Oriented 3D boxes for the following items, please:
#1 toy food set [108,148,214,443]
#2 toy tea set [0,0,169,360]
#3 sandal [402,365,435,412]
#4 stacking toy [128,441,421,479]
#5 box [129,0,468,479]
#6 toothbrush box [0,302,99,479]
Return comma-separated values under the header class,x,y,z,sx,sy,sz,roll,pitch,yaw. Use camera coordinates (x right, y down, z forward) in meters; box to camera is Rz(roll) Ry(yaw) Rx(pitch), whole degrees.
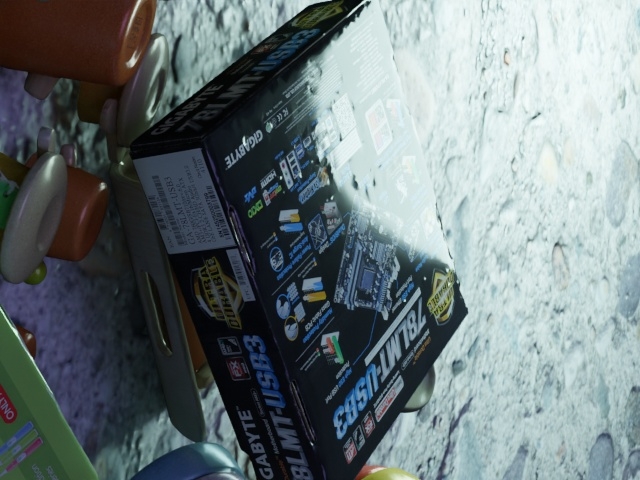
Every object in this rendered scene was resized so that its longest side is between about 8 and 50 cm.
class,x,y,z,sx,sy,sz,roll,pitch,yaw
toy food set,-0.039,-0.009,1.346,0.306,0.092,0.219,-39,127,-46
toy tea set,-0.210,-0.053,1.100,0.200,0.124,0.336,97,13,-62
sandal,0.059,0.128,1.547,0.219,0.060,0.090,20,79,-56
stacking toy,-0.088,0.269,1.343,0.309,0.130,0.279,3,124,-53
box,0.000,0.000,1.257,0.295,0.073,0.293,-48,127,-52
toothbrush box,-0.290,0.139,0.909,0.283,0.122,0.206,-43,131,-25
